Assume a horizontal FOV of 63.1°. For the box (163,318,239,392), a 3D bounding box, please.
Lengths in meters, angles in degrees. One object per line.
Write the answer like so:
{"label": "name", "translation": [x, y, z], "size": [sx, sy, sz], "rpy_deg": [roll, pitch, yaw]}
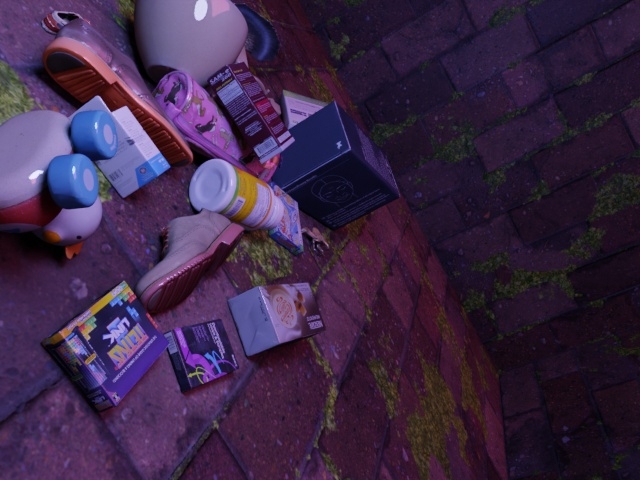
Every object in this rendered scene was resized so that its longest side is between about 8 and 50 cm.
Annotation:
{"label": "box", "translation": [-0.232, 0.222, 1.034], "size": [0.162, 0.029, 0.116], "rpy_deg": [0, 66, -67]}

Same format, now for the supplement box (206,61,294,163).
{"label": "supplement box", "translation": [-0.170, -0.322, 1.308], "size": [0.239, 0.073, 0.130], "rpy_deg": [57, 21, -12]}

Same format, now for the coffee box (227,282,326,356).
{"label": "coffee box", "translation": [-0.099, 0.186, 1.275], "size": [0.246, 0.098, 0.141], "rpy_deg": [7, 60, -64]}

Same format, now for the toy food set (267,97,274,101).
{"label": "toy food set", "translation": [-0.179, -0.411, 1.851], "size": [0.132, 0.038, 0.192], "rpy_deg": [-18, 87, -61]}

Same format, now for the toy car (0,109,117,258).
{"label": "toy car", "translation": [-0.409, -0.052, 0.792], "size": [0.238, 0.219, 0.210], "rpy_deg": [82, 4, -45]}

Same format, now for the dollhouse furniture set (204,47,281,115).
{"label": "dollhouse furniture set", "translation": [-0.188, -0.429, 1.604], "size": [0.355, 0.173, 0.303], "rpy_deg": [26, 43, -46]}

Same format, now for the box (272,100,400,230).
{"label": "box", "translation": [0.048, -0.240, 1.814], "size": [0.395, 0.293, 0.212], "rpy_deg": [31, 38, -54]}

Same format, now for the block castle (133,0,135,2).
{"label": "block castle", "translation": [-0.493, -0.826, 1.368], "size": [0.453, 0.212, 0.303], "rpy_deg": [35, 35, -49]}

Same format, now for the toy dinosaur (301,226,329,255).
{"label": "toy dinosaur", "translation": [0.000, 0.000, 1.762], "size": [0.183, 0.053, 0.093], "rpy_deg": [26, 42, -57]}

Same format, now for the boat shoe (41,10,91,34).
{"label": "boat shoe", "translation": [-0.531, -0.464, 1.110], "size": [0.049, 0.043, 0.137], "rpy_deg": [58, 21, -9]}

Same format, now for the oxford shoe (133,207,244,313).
{"label": "oxford shoe", "translation": [-0.286, 0.031, 1.062], "size": [0.130, 0.123, 0.348], "rpy_deg": [36, 25, 2]}

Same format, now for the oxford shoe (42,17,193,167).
{"label": "oxford shoe", "translation": [-0.386, -0.296, 1.085], "size": [0.364, 0.129, 0.133], "rpy_deg": [51, 35, -46]}

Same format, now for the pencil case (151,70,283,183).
{"label": "pencil case", "translation": [-0.265, -0.269, 1.340], "size": [0.386, 0.167, 0.160], "rpy_deg": [34, 78, -51]}

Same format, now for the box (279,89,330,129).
{"label": "box", "translation": [-0.029, -0.461, 1.979], "size": [0.232, 0.058, 0.322], "rpy_deg": [12, 35, -17]}

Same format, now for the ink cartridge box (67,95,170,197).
{"label": "ink cartridge box", "translation": [-0.395, -0.187, 1.022], "size": [0.180, 0.104, 0.060], "rpy_deg": [57, 23, -17]}

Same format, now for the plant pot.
{"label": "plant pot", "translation": [-0.342, -0.485, 1.307], "size": [0.284, 0.284, 0.191], "rpy_deg": [32, 67, -52]}

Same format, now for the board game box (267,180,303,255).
{"label": "board game box", "translation": [-0.113, -0.068, 1.610], "size": [0.136, 0.035, 0.201], "rpy_deg": [39, 32, -46]}

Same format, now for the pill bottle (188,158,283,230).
{"label": "pill bottle", "translation": [-0.201, -0.102, 1.318], "size": [0.245, 0.136, 0.136], "rpy_deg": [24, 44, -58]}

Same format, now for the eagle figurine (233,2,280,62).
{"label": "eagle figurine", "translation": [-0.303, -0.674, 1.672], "size": [0.226, 0.225, 0.298], "rpy_deg": [57, 32, 11]}

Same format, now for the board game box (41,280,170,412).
{"label": "board game box", "translation": [-0.337, 0.165, 0.841], "size": [0.141, 0.048, 0.170], "rpy_deg": [57, 23, -13]}
